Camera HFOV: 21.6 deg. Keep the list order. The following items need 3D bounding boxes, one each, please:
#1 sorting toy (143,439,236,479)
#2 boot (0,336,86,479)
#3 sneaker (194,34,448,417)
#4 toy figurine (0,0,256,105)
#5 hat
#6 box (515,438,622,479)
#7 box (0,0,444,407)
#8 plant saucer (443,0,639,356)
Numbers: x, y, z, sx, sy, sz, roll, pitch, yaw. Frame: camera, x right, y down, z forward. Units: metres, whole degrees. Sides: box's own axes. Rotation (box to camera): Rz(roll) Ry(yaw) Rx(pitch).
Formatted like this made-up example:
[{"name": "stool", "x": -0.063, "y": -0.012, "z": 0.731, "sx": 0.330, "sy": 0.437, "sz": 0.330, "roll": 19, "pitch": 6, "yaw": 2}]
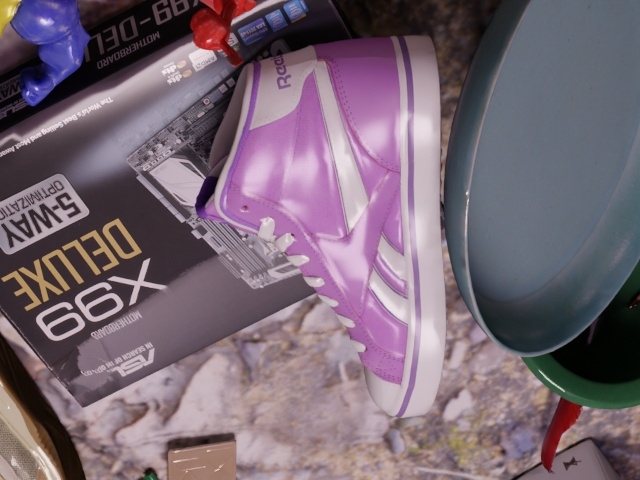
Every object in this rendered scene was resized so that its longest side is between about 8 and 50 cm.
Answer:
[{"name": "sorting toy", "x": -0.110, "y": 0.188, "z": 1.380, "sx": 0.083, "sy": 0.012, "sz": 0.062, "roll": -7, "pitch": 133, "yaw": -13}, {"name": "boot", "x": -0.279, "y": 0.179, "z": 1.292, "sx": 0.165, "sy": 0.077, "sz": 0.213, "roll": -22, "pitch": 124, "yaw": 3}, {"name": "sneaker", "x": 0.000, "y": -0.001, "z": 1.118, "sx": 0.161, "sy": 0.102, "sz": 0.282, "roll": -8, "pitch": 117, "yaw": -5}, {"name": "toy figurine", "x": -0.240, "y": -0.160, "z": 0.978, "sx": 0.362, "sy": 0.191, "sz": 0.217, "roll": 29, "pitch": 122, "yaw": -28}, {"name": "hat", "x": 0.192, "y": 0.058, "z": 1.347, "sx": 0.173, "sy": 0.183, "sz": 0.208, "roll": 29, "pitch": 77, "yaw": -10}, {"name": "box", "x": 0.205, "y": 0.302, "z": 1.437, "sx": 0.182, "sy": 0.181, "sz": 0.119, "roll": -31, "pitch": 126, "yaw": 11}, {"name": "box", "x": -0.096, "y": -0.043, "z": 1.165, "sx": 0.307, "sy": 0.076, "sz": 0.242, "roll": -26, "pitch": 128, "yaw": 6}, {"name": "plant saucer", "x": 0.169, "y": -0.078, "z": 1.125, "sx": 0.317, "sy": 0.043, "sz": 0.318, "roll": -33, "pitch": 133, "yaw": -44}]
